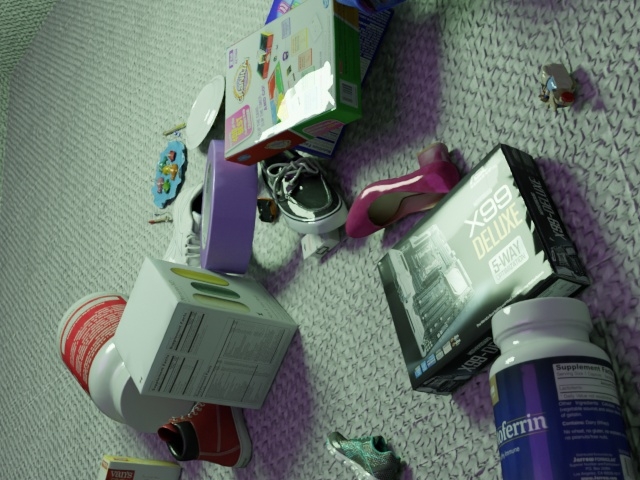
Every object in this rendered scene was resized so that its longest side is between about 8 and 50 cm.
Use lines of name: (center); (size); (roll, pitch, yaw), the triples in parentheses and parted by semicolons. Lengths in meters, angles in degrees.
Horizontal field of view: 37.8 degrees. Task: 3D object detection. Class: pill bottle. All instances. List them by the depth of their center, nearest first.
pill bottle: (0.290, 0.212, 1.146); (0.153, 0.153, 0.264); (-34, 50, 45)
pill bottle: (-0.437, 0.276, 2.120); (0.408, 0.229, 0.229); (26, 99, 56)

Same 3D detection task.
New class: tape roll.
tape roll: (-0.192, -0.068, 1.930); (0.275, 0.090, 0.274); (-177, 90, -79)

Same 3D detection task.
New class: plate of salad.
plate of salad: (-0.274, -0.309, 2.275); (0.200, 0.048, 0.199); (-44, 34, 40)

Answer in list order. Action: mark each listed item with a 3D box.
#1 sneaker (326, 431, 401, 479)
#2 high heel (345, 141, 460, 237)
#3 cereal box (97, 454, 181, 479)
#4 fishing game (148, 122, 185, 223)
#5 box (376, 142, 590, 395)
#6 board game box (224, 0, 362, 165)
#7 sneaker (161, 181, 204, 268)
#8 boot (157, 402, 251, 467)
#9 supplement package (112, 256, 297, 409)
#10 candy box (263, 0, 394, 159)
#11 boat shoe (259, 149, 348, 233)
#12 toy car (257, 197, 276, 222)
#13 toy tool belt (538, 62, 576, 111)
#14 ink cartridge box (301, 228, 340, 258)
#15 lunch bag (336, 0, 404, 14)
sneaker: (0.074, 0.344, 1.510); (0.076, 0.065, 0.166); (-57, 37, -2)
high heel: (0.133, -0.052, 1.546); (0.244, 0.082, 0.117); (-36, 39, 27)
cereal box: (-0.411, 0.589, 2.012); (0.047, 0.173, 0.240); (15, 91, 57)
fishing game: (-0.403, -0.175, 2.420); (0.189, 0.041, 0.264); (-4, 75, 58)
box: (0.225, 0.047, 1.374); (0.307, 0.077, 0.242); (-46, 43, 37)
board game box: (-0.059, -0.297, 1.726); (0.317, 0.064, 0.242); (-17, 68, 45)
sneaker: (-0.290, 0.003, 2.098); (0.129, 0.111, 0.297); (142, 132, -63)
boot: (-0.250, 0.344, 1.869); (0.088, 0.176, 0.244); (-59, 35, 26)
supplement package: (-0.227, 0.181, 1.817); (0.199, 0.263, 0.198); (43, 114, 53)
candy box: (-0.023, -0.351, 1.853); (0.268, 0.122, 0.317); (39, 109, 51)
boat shoe: (-0.043, -0.113, 1.780); (0.306, 0.113, 0.104); (-125, 12, -57)
toy car: (-0.079, -0.077, 1.925); (0.122, 0.060, 0.040); (-15, 20, 35)
toy tool belt: (0.340, -0.211, 1.340); (0.051, 0.052, 0.083); (95, 168, -52)
ink cartridge box: (0.000, 0.000, 1.766); (0.083, 0.028, 0.048); (-40, 47, 41)
lunch bag: (0.106, -0.576, 1.547); (0.385, 0.239, 0.328); (-55, 39, 7)
